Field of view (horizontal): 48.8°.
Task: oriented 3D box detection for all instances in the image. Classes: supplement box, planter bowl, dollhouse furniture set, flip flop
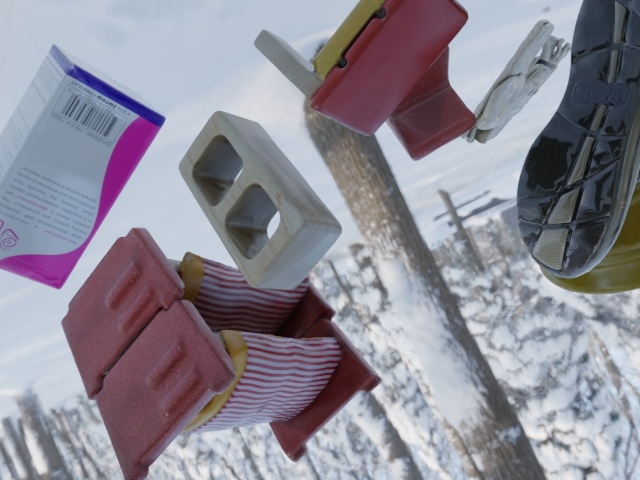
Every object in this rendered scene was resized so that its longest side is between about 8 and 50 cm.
[{"bbox_3d":[-0.280,-0.077,0.748,0.111,0.114,0.220,29,97,-38],"label":"supplement box"},{"bbox_3d":[0.331,-0.040,0.766,0.217,0.090,0.217,-4,139,-4],"label":"planter bowl"},{"bbox_3d":[0.000,0.000,0.524,0.374,0.152,0.201,-49,148,20],"label":"dollhouse furniture set"},{"bbox_3d":[0.241,-0.097,0.579,0.080,0.277,0.112,5,-164,-27],"label":"flip flop"}]

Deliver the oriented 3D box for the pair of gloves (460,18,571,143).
[{"bbox_3d":[0.304,-0.231,1.083,0.204,0.042,0.240,-55,164,21],"label":"pair of gloves"}]
